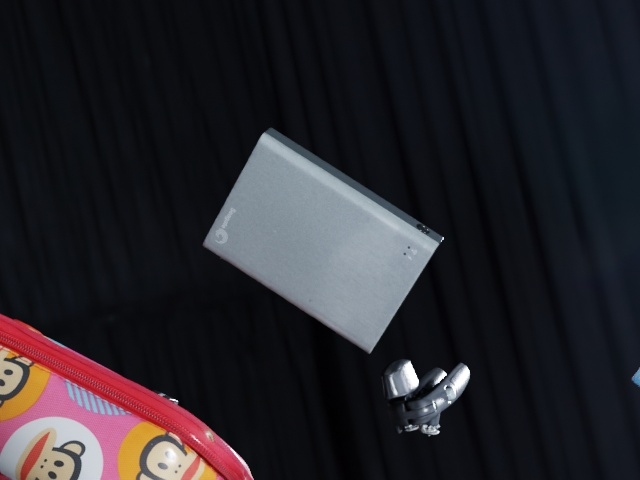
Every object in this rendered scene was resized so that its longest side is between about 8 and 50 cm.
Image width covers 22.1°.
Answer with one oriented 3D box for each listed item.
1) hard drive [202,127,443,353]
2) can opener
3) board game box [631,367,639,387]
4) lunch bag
[{"bbox_3d":[0.000,0.000,1.075,0.094,0.135,0.022,-60,-6,26],"label":"hard drive"},{"bbox_3d":[0.111,0.146,1.603,0.059,0.073,0.186,-3,3,23],"label":"can opener"},{"bbox_3d":[0.303,0.102,1.118,0.103,0.154,0.026,-56,-30,12],"label":"board game box"},{"bbox_3d":[-0.162,0.172,1.095,0.258,0.120,0.293,23,-25,21],"label":"lunch bag"}]
